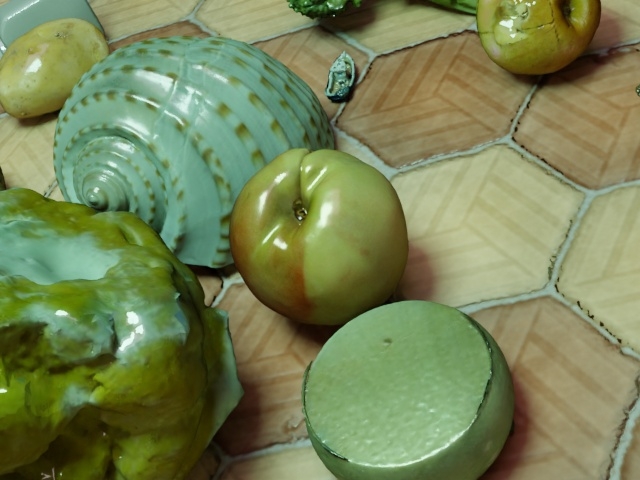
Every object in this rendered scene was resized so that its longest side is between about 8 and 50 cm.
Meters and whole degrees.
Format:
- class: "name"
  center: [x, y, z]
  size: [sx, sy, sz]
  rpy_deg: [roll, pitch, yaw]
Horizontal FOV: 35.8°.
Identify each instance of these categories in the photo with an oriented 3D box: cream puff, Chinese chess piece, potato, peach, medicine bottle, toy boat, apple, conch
- class: "cream puff"
  center: [-0.266, 0.129, 0.898]
  size: [0.379, 0.275, 0.378]
  rpy_deg: [12, 23, -5]
- class: "Chinese chess piece"
  center: [0.078, 0.143, 0.884]
  size: [0.189, 0.083, 0.188]
  rpy_deg: [-14, 46, 15]
- class: "potato"
  center: [-0.383, -0.248, 1.411]
  size: [0.178, 0.109, 0.118]
  rpy_deg: [-34, 49, -14]
- class: "peach"
  center: [0.000, 0.000, 0.982]
  size: [0.184, 0.184, 0.184]
  rpy_deg: [-12, 46, 13]
- class: "medicine bottle"
  center: [-0.423, -0.304, 1.473]
  size: [0.183, 0.119, 0.069]
  rpy_deg: [-34, 48, -7]
- class: "toy boat"
  center: [0.025, -0.211, 1.259]
  size: [0.038, 0.038, 0.083]
  rpy_deg: [-4, 49, 19]
- class: "apple"
  center: [0.252, -0.263, 1.134]
  size: [0.147, 0.146, 0.146]
  rpy_deg: [-12, 46, 13]
- class: "conch"
  center: [-0.141, -0.131, 1.140]
  size: [0.303, 0.215, 0.319]
  rpy_deg: [17, 58, 22]

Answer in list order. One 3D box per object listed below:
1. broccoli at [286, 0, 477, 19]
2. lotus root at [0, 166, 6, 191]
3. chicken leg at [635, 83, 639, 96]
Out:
- class: "broccoli"
  center: [0.057, -0.401, 1.314]
  size: [0.254, 0.186, 0.302]
  rpy_deg: [-21, 38, -10]
- class: "lotus root"
  center: [-0.466, -0.047, 1.251]
  size: [0.138, 0.138, 0.214]
  rpy_deg: [-25, 46, -1]
- class: "chicken leg"
  center: [0.415, -0.127, 1.008]
  size: [0.198, 0.069, 0.085]
  rpy_deg: [26, 39, 30]
